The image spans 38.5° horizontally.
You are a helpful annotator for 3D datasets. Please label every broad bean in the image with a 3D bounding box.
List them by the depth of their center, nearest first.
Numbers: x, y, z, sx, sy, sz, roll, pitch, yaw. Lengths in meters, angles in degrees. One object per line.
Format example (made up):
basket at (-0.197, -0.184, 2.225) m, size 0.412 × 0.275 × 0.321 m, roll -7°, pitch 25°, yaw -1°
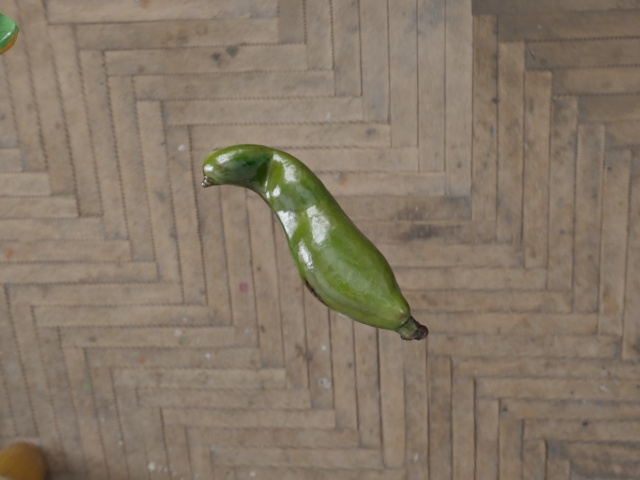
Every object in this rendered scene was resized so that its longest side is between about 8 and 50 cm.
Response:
broad bean at (0.000, 0.000, 0.690) m, size 0.213 × 0.070 × 0.048 m, roll 42°, pitch 156°, yaw 9°

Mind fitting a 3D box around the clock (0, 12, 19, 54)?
clock at (-0.348, -0.186, 0.720) m, size 0.231 × 0.103 × 0.144 m, roll 13°, pitch 151°, yaw 4°
